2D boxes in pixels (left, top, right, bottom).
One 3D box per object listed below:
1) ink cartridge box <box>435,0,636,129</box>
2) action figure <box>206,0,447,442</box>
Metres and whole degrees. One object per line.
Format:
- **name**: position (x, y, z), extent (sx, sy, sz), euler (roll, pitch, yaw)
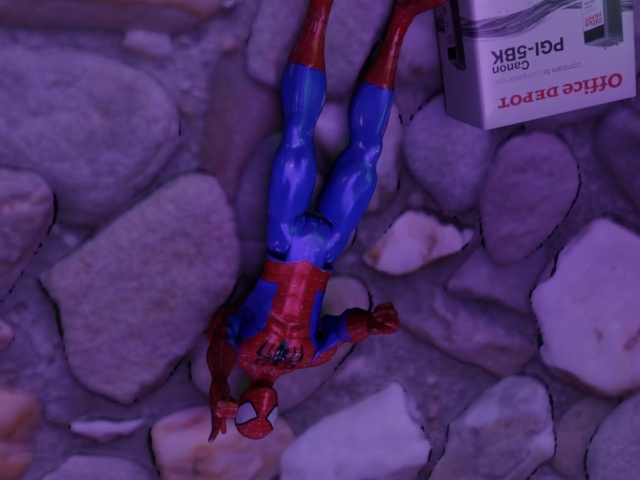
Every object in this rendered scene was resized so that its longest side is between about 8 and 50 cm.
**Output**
- **ink cartridge box**: position (0.118, -0.139, 0.465), extent (0.099, 0.056, 0.135), euler (-14, 110, -9)
- **action figure**: position (0.000, 0.000, 0.445), extent (0.091, 0.139, 0.281), euler (12, 107, -15)
